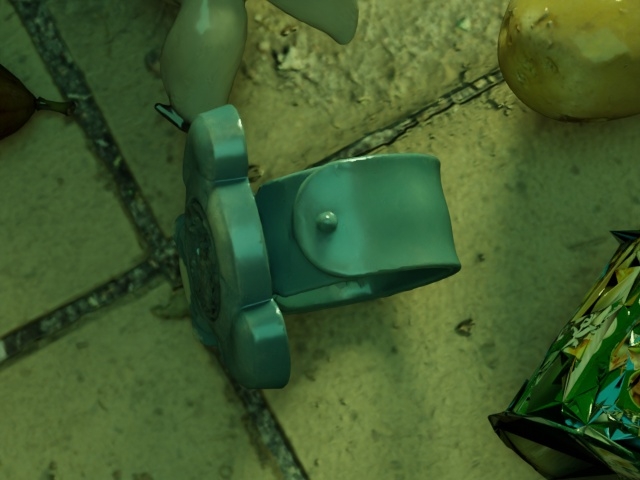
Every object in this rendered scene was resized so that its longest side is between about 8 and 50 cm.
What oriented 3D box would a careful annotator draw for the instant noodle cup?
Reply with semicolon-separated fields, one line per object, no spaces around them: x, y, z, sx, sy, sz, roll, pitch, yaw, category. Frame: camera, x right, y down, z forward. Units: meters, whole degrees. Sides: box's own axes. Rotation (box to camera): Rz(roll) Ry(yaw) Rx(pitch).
0.263;0.110;1.180;0.240;0.240;0.178;31;77;5;instant noodle cup

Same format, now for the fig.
-0.260;-0.109;1.293;0.125;0.089;0.088;5;80;-26;fig

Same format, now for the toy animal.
-0.124;-0.253;1.262;0.208;0.154;0.325;-33;75;7;toy animal

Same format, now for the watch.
0.000;0.000;1.225;0.193;0.211;0.211;-9;81;-15;watch

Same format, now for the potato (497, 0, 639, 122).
0.244;-0.177;1.260;0.234;0.146;0.150;-26;91;-15;potato
